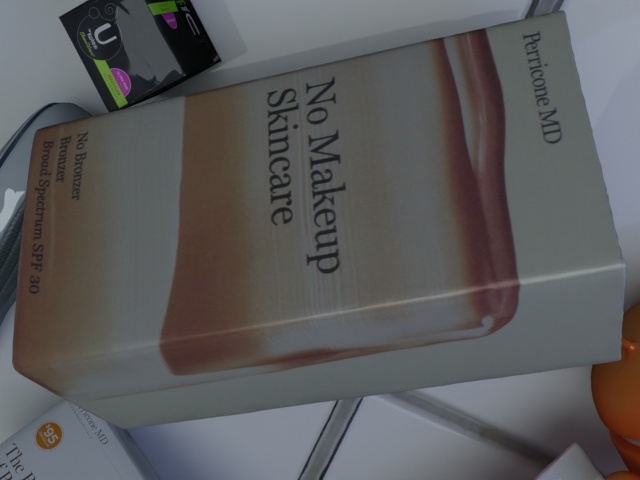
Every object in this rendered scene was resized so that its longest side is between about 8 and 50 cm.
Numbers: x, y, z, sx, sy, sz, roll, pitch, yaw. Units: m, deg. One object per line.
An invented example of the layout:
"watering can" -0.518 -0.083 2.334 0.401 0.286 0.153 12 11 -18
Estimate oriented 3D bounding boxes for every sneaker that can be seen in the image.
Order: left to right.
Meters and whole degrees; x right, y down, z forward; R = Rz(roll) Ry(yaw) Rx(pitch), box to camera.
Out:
"sneaker" -0.239 0.007 0.566 0.091 0.094 0.258 38 104 5

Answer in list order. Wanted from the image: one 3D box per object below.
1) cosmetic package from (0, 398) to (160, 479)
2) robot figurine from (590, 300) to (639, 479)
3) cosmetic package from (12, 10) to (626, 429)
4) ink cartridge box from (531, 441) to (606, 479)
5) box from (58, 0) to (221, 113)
"cosmetic package" -0.126 0.221 0.571 0.099 0.060 0.239 -36 75 -11
"robot figurine" 0.243 0.117 0.514 0.158 0.128 0.219 -29 100 19
"cosmetic package" 0.000 0.000 0.477 0.296 0.129 0.153 -11 62 12
"ink cartridge box" 0.127 0.311 0.575 0.296 0.066 0.261 -41 99 -3
"box" -0.103 -0.117 0.512 0.052 0.083 0.062 -24 103 14
